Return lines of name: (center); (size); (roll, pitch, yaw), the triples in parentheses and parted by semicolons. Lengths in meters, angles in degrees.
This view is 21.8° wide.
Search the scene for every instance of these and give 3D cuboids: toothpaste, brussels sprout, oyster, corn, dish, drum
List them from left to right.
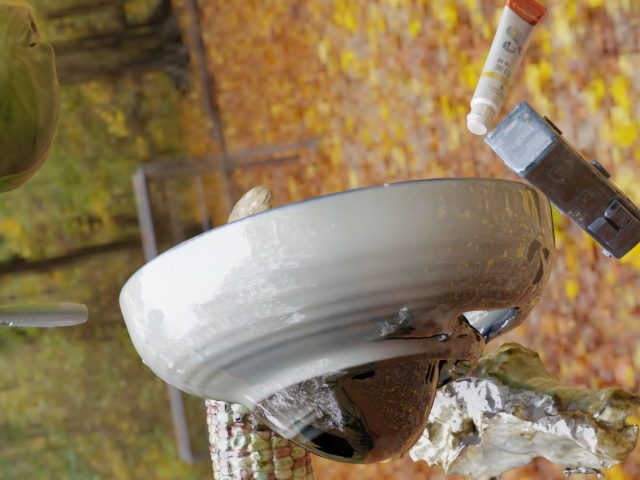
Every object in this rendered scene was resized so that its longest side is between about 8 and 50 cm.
brussels sprout: (-0.417, -0.183, 1.982); (0.210, 0.219, 0.271); (-115, 36, -53)
drum: (-0.416, 0.101, 2.030); (0.130, 0.253, 0.049); (-33, 62, 33)
corn: (-0.055, 0.136, 1.394); (0.086, 0.086, 0.253); (158, 104, -82)
dish: (0.024, 0.069, 1.017); (0.273, 0.273, 0.134); (106, 151, -73)
toothpaste: (0.193, -0.189, 1.746); (0.031, 0.048, 0.190); (-41, 22, 57)
oyster: (0.255, 0.231, 2.121); (0.133, 0.337, 0.198); (33, -106, -52)

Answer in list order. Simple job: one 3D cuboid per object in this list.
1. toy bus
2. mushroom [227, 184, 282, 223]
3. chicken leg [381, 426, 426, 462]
toy bus: (0.184, -0.041, 1.212); (0.166, 0.047, 0.065); (34, -166, -46)
mushroom: (0.001, 0.000, 1.804); (0.088, 0.212, 0.097); (26, 101, 63)
chicken leg: (0.034, 0.066, 1.233); (0.085, 0.101, 0.208); (-139, 45, -62)
